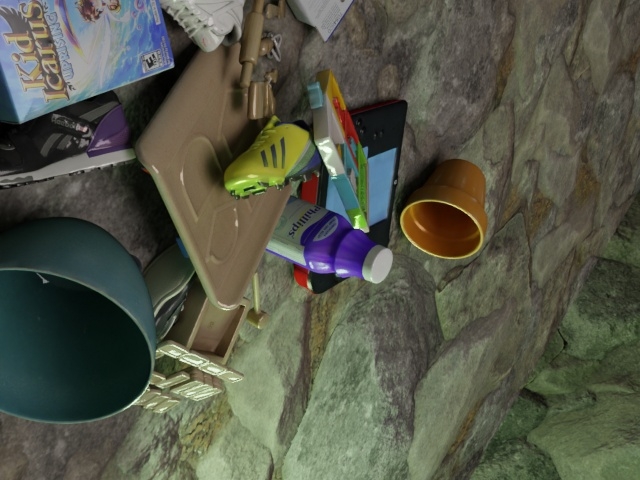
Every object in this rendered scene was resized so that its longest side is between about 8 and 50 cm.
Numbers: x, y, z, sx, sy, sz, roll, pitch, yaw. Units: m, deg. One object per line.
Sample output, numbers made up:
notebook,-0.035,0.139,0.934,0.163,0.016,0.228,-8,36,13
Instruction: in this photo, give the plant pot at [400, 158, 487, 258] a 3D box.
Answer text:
plant pot,0.320,-0.091,2.088,0.205,0.205,0.188,72,34,-45

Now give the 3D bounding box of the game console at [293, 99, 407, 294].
game console,0.074,-0.096,1.837,0.342,0.060,0.387,-22,126,-48

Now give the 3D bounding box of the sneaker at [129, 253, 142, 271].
sneaker,-0.344,0.121,1.363,0.082,0.069,0.209,95,17,-77

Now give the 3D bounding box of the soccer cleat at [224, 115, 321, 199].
soccer cleat,-0.085,-0.140,1.395,0.289,0.093,0.121,-28,104,-64

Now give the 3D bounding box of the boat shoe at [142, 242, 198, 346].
boat shoe,-0.266,0.100,1.440,0.233,0.084,0.079,-56,150,-8

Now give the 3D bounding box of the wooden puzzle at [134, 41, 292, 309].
wooden puzzle,-0.174,-0.112,1.390,0.348,0.080,0.322,68,33,-42

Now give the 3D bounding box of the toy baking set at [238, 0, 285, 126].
toy baking set,-0.097,-0.309,1.416,0.197,0.030,0.256,63,33,-75

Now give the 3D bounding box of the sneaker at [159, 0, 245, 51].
sneaker,-0.180,-0.339,1.256,0.232,0.090,0.115,-4,85,-57

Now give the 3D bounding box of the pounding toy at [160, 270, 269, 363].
pounding toy,-0.185,0.122,1.553,0.206,0.094,0.181,23,90,-58

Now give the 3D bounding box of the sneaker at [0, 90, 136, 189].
sneaker,-0.382,-0.141,1.138,0.283,0.107,0.124,-22,106,-49

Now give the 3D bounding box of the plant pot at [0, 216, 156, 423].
plant pot,-0.355,0.081,1.162,0.195,0.290,0.290,-88,171,-50

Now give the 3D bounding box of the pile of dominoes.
pile of dominoes,-0.267,0.226,1.465,0.251,0.196,0.040,41,31,-55

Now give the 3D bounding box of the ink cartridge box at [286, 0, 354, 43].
ink cartridge box,0.008,-0.505,1.515,0.223,0.045,0.224,-58,147,-14

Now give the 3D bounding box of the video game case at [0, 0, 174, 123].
video game case,-0.323,-0.312,1.066,0.244,0.061,0.270,-31,121,-36

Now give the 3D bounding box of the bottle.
bottle,0.000,0.000,1.577,0.118,0.282,0.092,-48,142,-26

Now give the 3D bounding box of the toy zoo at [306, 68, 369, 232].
toy zoo,0.036,-0.177,1.567,0.293,0.030,0.192,64,20,-44
